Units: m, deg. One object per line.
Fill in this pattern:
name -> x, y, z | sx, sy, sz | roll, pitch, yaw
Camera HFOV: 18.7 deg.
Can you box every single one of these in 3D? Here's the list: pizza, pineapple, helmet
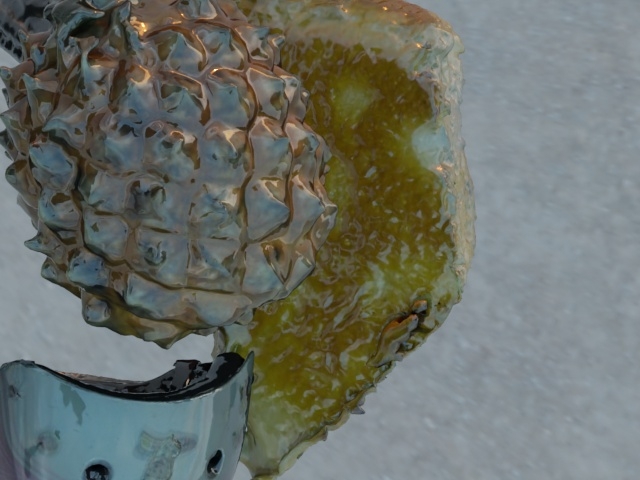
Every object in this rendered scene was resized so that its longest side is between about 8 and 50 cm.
pizza -> 0.000, 0.000, 1.092 | 0.189, 0.071, 0.297 | 2, 92, 24
pineapple -> -0.081, -0.054, 0.926 | 0.166, 0.166, 0.193 | -25, 112, -14
helmet -> -0.116, 0.113, 0.991 | 0.153, 0.177, 0.107 | -3, 85, -32

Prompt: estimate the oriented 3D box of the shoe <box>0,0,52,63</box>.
shoe -> -0.089, -0.174, 1.427 | 0.171, 0.384, 0.237 | 39, 88, -32
